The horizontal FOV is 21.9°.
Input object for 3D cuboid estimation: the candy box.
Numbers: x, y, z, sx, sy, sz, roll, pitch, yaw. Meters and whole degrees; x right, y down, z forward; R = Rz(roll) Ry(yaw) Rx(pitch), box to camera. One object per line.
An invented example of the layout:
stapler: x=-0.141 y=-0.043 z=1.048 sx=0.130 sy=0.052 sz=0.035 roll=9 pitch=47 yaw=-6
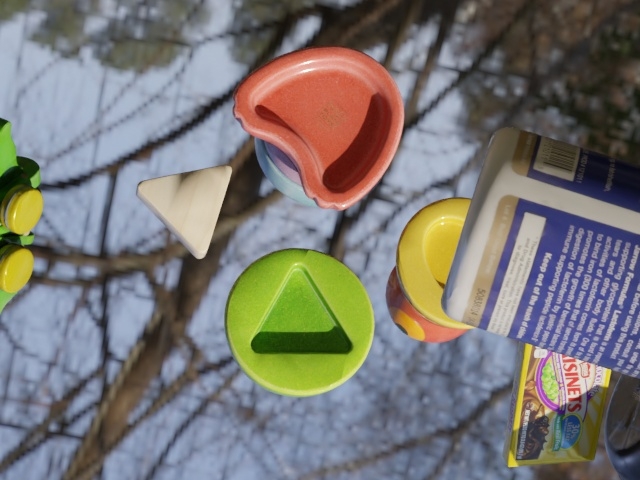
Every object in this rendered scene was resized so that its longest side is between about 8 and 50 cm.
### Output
candy box: x=0.263 y=0.156 z=1.807 sx=0.105 sy=0.206 sz=0.027 roll=-4 pitch=-149 yaw=-13

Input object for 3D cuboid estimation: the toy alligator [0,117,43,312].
toy alligator: x=-0.197 y=0.014 z=0.996 sx=0.056 sy=0.189 sz=0.051 roll=21 pitch=-160 yaw=24

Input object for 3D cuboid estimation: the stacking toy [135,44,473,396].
stacking toy: x=0.000 y=0.000 z=1.517 sx=0.279 sy=0.309 sz=0.130 roll=-32 pitch=170 yaw=-16

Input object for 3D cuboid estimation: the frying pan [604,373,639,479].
frying pan: x=0.407 y=0.136 z=1.826 sx=0.053 sy=0.326 sz=0.197 roll=24 pitch=-152 yaw=-13

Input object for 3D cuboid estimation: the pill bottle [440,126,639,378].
pill bottle: x=0.234 y=0.023 z=1.226 sx=0.265 sy=0.153 sz=0.153 roll=18 pitch=-162 yaw=5
